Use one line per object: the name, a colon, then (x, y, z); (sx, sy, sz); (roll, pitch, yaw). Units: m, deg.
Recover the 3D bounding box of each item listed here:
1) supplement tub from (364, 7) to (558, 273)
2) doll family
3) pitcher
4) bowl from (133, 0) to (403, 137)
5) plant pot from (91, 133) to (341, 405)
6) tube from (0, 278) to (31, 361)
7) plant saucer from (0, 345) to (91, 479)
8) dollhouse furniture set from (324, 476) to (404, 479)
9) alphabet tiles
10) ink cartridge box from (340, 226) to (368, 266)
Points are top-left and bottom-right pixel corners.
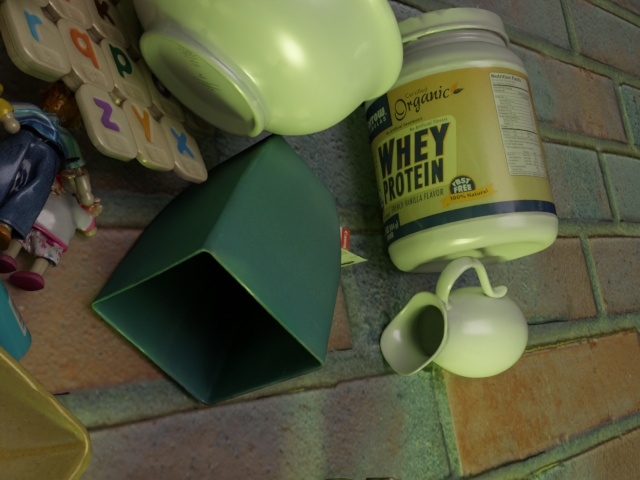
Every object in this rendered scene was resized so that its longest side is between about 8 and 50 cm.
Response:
supplement tub: (0.183, -0.129, 1.112); (0.228, 0.228, 0.316); (3, 74, -47)
doll family: (-0.272, -0.087, 0.688); (0.263, 0.118, 0.163); (40, 50, -30)
pitcher: (0.202, 0.103, 1.099); (0.207, 0.178, 0.125); (8, 31, -43)
bowl: (-0.078, -0.194, 0.789); (0.298, 0.297, 0.134); (44, 71, -28)
plant pot: (-0.078, 0.012, 0.837); (0.166, 0.165, 0.234); (48, 39, -24)
tube: (-0.279, 0.012, 0.621); (0.052, 0.080, 0.207); (-48, 143, -40)
plant saucer: (-0.366, 0.162, 0.529); (0.333, 0.081, 0.333); (52, 45, -22)
dollhouse furniture set: (0.117, 0.382, 0.837); (0.135, 0.259, 0.262); (15, 67, -33)
alphabet tiles: (-0.203, -0.185, 0.786); (0.284, 0.021, 0.278); (13, 51, -64)
ink cartridge box: (0.000, 0.000, 0.993); (0.115, 0.062, 0.029); (25, 61, -40)
